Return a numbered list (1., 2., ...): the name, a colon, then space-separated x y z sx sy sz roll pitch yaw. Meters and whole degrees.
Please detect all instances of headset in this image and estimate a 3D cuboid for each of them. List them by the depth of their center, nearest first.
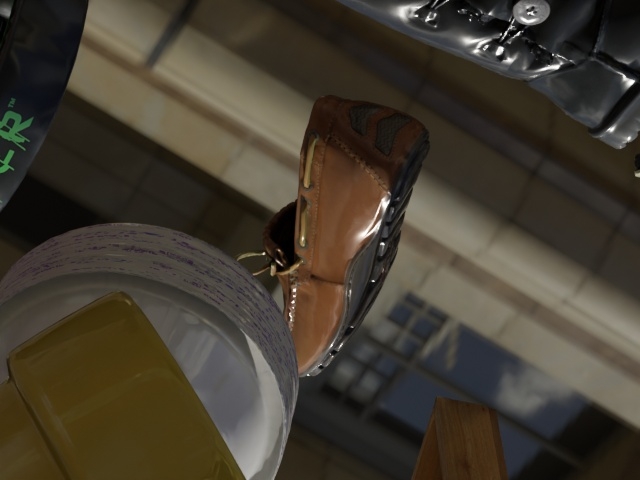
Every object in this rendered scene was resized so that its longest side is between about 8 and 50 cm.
1. headset: -0.269 -0.172 1.242 0.243 0.185 0.394 -50 -148 28

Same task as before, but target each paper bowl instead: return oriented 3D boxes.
1. paper bowl: -0.166 0.139 1.499 0.284 0.284 0.148 -53 -168 29

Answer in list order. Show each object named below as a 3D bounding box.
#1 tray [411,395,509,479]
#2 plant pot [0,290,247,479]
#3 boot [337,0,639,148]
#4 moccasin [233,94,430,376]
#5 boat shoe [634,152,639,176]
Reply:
1. tray: 0.133 0.344 1.710 0.411 0.076 0.203 -92 -164 -65
2. plant pot: -0.158 0.194 1.034 0.239 0.254 0.254 -29 -173 -11
3. boot: 0.232 -0.338 1.864 0.367 0.445 0.146 -56 -166 24
4. moccasin: -0.001 0.002 1.822 0.139 0.147 0.380 -58 169 -35
5. boat shoe: 0.321 -0.084 1.460 0.133 0.042 0.049 -18 173 13
